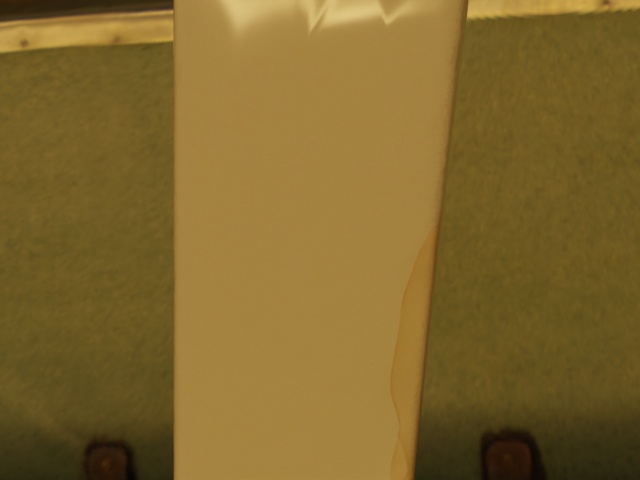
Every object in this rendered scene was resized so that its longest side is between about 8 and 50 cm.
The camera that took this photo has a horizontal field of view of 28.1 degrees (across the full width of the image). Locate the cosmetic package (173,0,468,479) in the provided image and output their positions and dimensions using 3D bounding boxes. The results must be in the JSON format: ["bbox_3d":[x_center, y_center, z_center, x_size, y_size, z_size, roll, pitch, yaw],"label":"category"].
[{"bbox_3d":[0.000,0.000,0.590,0.113,0.160,0.309,7,119,4],"label":"cosmetic package"}]
